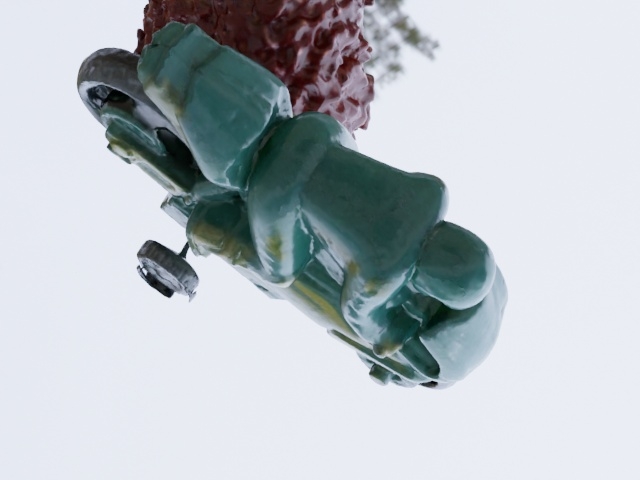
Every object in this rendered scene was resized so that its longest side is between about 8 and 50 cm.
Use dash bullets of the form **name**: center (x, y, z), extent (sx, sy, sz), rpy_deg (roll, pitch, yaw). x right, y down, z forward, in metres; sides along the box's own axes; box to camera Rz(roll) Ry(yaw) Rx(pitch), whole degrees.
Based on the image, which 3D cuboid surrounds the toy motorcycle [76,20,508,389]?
- **toy motorcycle**: center (-0.001, -0.001, 0.764), extent (0.109, 0.296, 0.198), rpy_deg (-58, -156, -19)

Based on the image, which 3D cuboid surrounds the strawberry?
- **strawberry**: center (-0.049, -0.113, 0.865), extent (0.167, 0.208, 0.087), rpy_deg (-5, -145, 5)
